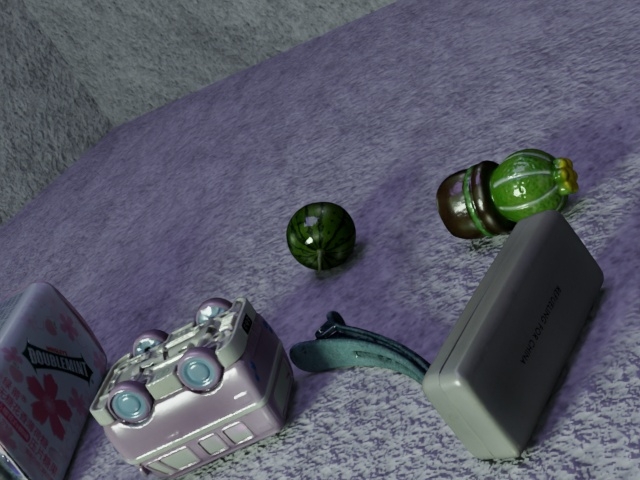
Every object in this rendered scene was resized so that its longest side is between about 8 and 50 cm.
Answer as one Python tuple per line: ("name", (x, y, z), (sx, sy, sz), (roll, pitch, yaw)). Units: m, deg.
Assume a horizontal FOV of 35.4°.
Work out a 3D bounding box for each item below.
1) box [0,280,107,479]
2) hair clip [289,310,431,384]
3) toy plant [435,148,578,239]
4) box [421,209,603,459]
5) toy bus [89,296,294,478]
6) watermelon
("box", (-0.410, 0.218, 1.381), (0.112, 0.190, 0.369), (-30, 22, 12))
("hair clip", (0.064, 0.126, 1.073), (0.083, 0.048, 0.275), (-38, 21, -23))
("toy plant", (0.222, -0.056, 1.177), (0.162, 0.092, 0.093), (-19, 25, 36))
("box", (0.181, 0.080, 0.911), (0.055, 0.103, 0.243), (-21, 23, 47))
("toy bus", (-0.143, 0.172, 1.140), (0.202, 0.142, 0.142), (-27, 21, 17))
("watermelon", (0.001, -0.006, 1.392), (0.109, 0.109, 0.109), (-29, 21, 12))
